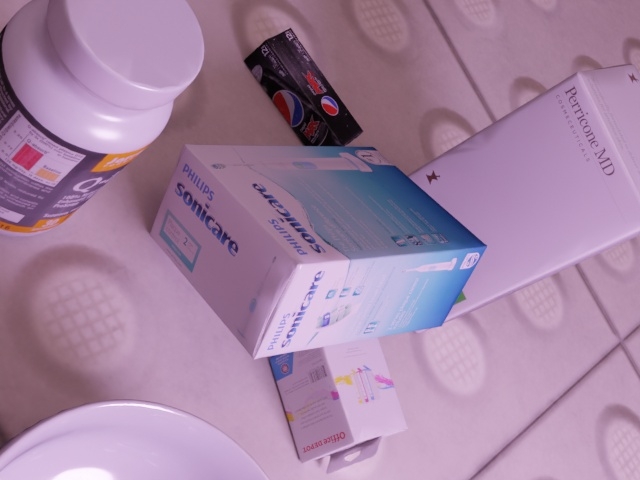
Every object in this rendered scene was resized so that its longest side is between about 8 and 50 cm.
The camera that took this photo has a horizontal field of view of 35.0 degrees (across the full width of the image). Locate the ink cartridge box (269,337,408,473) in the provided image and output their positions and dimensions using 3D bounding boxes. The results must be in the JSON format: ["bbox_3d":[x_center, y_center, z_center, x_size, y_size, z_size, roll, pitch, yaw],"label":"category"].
[{"bbox_3d":[0.022,0.177,1.124,0.090,0.092,0.143,-4,71,-44],"label":"ink cartridge box"}]

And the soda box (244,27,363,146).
[{"bbox_3d":[-0.022,-0.188,1.325,0.169,0.053,0.060,54,43,-3],"label":"soda box"}]

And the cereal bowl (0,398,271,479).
[{"bbox_3d":[-0.176,0.308,0.829,0.339,0.141,0.338,22,53,-33],"label":"cereal bowl"}]

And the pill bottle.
[{"bbox_3d":[-0.234,-0.125,0.926,0.162,0.278,0.162,21,55,-33],"label":"pill bottle"}]

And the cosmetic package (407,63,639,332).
[{"bbox_3d":[0.249,-0.045,1.260,0.155,0.366,0.196,-15,77,-46],"label":"cosmetic package"}]

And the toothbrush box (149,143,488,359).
[{"bbox_3d":[0.000,0.000,1.119,0.296,0.126,0.216,-4,39,-45],"label":"toothbrush box"}]
